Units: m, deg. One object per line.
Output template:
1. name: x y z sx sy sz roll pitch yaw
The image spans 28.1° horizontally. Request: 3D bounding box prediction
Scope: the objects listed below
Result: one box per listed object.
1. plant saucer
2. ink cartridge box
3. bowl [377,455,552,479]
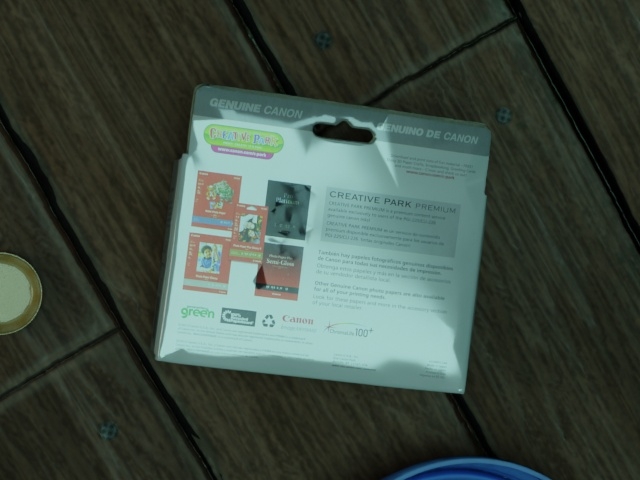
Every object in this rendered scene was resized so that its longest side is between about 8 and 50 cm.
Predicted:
1. plant saucer: -0.324 0.054 1.295 0.083 0.015 0.084 0 91 -10
2. ink cartridge box: 0.000 0.000 1.291 0.309 0.130 0.272 8 89 -10
3. bowl: 0.141 0.419 1.330 0.391 0.077 0.391 1 87 -16
